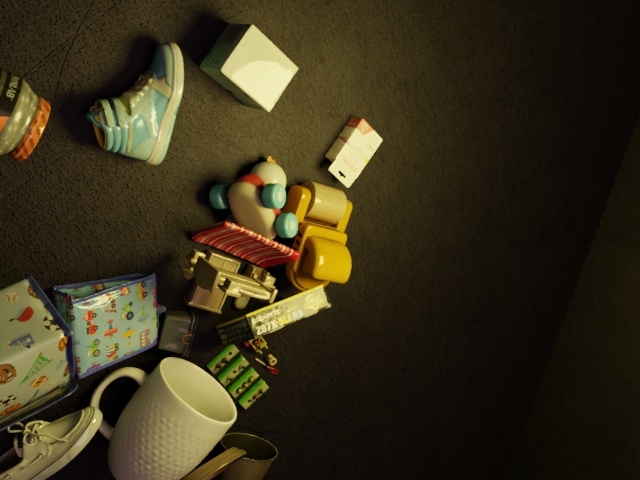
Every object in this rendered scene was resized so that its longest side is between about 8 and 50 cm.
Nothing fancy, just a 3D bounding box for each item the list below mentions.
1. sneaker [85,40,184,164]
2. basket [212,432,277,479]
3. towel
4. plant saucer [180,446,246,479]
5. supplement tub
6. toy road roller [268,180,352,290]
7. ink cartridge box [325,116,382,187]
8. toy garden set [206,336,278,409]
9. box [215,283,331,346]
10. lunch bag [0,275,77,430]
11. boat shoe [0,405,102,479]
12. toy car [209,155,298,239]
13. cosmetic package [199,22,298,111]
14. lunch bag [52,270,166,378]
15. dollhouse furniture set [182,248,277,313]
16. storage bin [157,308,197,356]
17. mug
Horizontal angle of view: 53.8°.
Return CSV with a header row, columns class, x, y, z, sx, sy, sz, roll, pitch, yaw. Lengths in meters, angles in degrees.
class,x,y,z,sx,sy,sz,roll,pitch,yaw
sneaker,-0.470,-0.357,1.583,0.208,0.127,0.319,7,102,-37
basket,-0.275,0.788,2.119,0.204,0.154,0.227,16,101,-28
towel,-0.218,0.016,1.848,0.274,0.199,0.031,25,65,-35
plant saucer,-0.350,0.706,1.902,0.278,0.041,0.278,-33,166,-9
supplement tub,-0.767,-0.306,1.356,0.316,0.193,0.194,26,91,-38
toy road roller,0.000,0.000,1.958,0.202,0.240,0.330,13,99,-37
ink cartridge box,0.096,-0.282,2.031,0.115,0.067,0.198,40,81,-37
toy garden set,-0.227,0.423,2.077,0.204,0.049,0.244,-42,125,-15
box,-0.148,0.228,1.897,0.257,0.322,0.079,-18,85,-27
lunch bag,-0.771,0.325,1.504,0.327,0.239,0.385,-28,157,-36
boat shoe,-0.776,0.550,1.702,0.367,0.136,0.156,-37,118,0
toy car,-0.161,-0.139,1.860,0.238,0.219,0.210,-62,142,-41
cosmetic package,-0.194,-0.469,1.712,0.183,0.151,0.151,37,85,-36
lunch bag,-0.560,0.216,1.741,0.293,0.138,0.221,-13,111,-40
dollhouse furniture set,-0.234,0.173,1.786,0.303,0.355,0.174,21,95,-35
storage bin,-0.427,0.271,1.865,0.091,0.098,0.135,12,100,-26
mug,-0.488,0.523,1.827,0.374,0.276,0.328,39,95,-7
